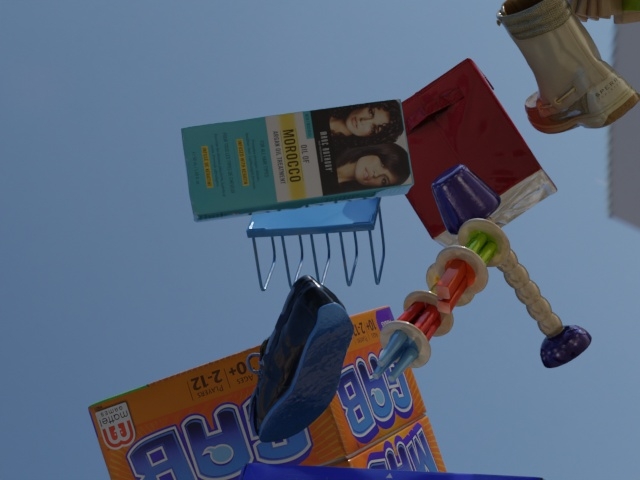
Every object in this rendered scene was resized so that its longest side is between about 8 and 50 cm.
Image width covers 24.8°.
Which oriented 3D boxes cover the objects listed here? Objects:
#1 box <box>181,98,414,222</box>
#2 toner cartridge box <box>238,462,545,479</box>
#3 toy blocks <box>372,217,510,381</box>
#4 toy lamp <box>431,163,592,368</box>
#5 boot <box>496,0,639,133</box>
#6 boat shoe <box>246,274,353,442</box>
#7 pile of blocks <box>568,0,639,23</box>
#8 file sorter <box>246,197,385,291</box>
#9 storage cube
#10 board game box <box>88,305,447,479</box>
[{"bbox_3d":[-0.026,-0.087,1.601,0.244,0.060,0.101,-8,-96,-5],"label":"box"},{"bbox_3d":[0.069,0.336,1.599,0.165,0.347,0.075,-74,-21,-46],"label":"toner cartridge box"},{"bbox_3d":[0.105,0.059,1.329,0.148,0.054,0.123,-48,-6,-43],"label":"toy blocks"},{"bbox_3d":[0.229,0.030,1.790,0.080,0.080,0.275,-38,-79,-23],"label":"toy lamp"},{"bbox_3d":[0.311,-0.249,1.997,0.095,0.262,0.203,-40,-78,-8],"label":"boot"},{"bbox_3d":[-0.023,0.139,1.719,0.109,0.089,0.258,-8,-38,-34],"label":"boat shoe"},{"bbox_3d":[0.389,-0.390,2.018,0.362,0.112,0.149,18,-93,-34],"label":"pile of blocks"},{"bbox_3d":[0.000,0.000,1.973,0.118,0.170,0.104,-74,-22,-61],"label":"file sorter"},{"bbox_3d":[0.205,-0.114,2.078,0.183,0.193,0.215,-33,-17,9],"label":"storage cube"},{"bbox_3d":[-0.054,0.330,2.122,0.356,0.356,0.356,-9,-101,-68],"label":"board game box"}]
